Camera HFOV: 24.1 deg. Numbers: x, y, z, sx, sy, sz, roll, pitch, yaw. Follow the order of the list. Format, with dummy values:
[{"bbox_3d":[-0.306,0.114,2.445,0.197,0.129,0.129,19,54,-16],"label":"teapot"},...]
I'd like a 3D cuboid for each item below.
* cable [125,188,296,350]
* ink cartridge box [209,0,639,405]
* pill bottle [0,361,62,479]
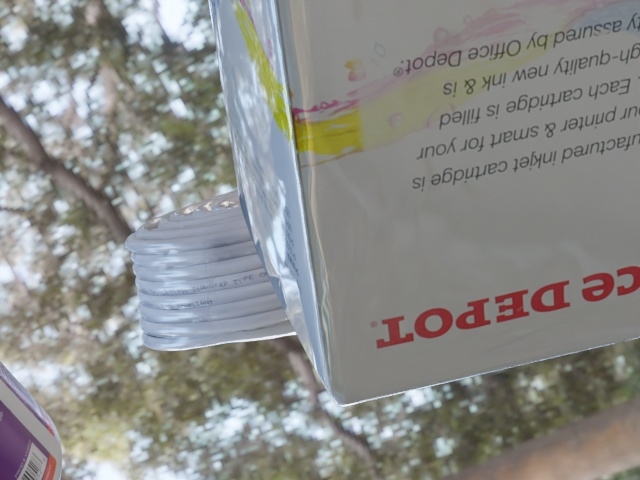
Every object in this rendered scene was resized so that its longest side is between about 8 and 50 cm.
[{"bbox_3d":[0.000,0.000,0.982,0.257,0.257,0.089,-23,-79,-52],"label":"cable"},{"bbox_3d":[0.039,-0.072,0.376,0.127,0.128,0.176,-120,21,-63],"label":"ink cartridge box"},{"bbox_3d":[-0.361,0.144,1.285,0.323,0.181,0.181,64,-157,-52],"label":"pill bottle"}]
